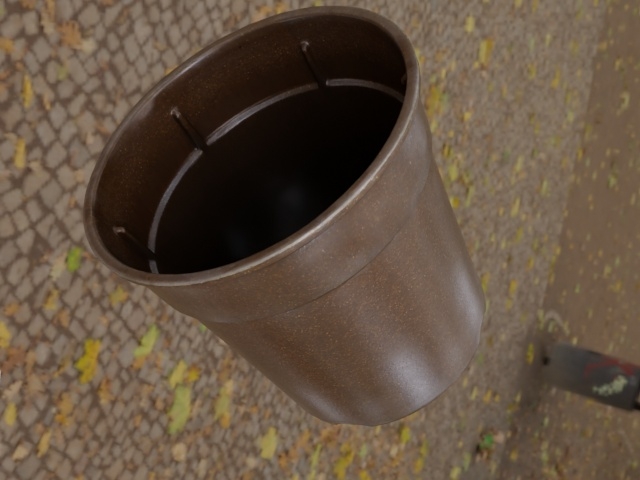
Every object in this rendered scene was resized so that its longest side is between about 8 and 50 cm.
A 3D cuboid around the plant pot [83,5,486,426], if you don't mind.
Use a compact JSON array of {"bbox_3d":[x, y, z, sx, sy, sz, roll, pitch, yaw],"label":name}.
[{"bbox_3d":[0.000,0.000,0.451,0.165,0.167,0.167,54,53,-42],"label":"plant pot"}]
